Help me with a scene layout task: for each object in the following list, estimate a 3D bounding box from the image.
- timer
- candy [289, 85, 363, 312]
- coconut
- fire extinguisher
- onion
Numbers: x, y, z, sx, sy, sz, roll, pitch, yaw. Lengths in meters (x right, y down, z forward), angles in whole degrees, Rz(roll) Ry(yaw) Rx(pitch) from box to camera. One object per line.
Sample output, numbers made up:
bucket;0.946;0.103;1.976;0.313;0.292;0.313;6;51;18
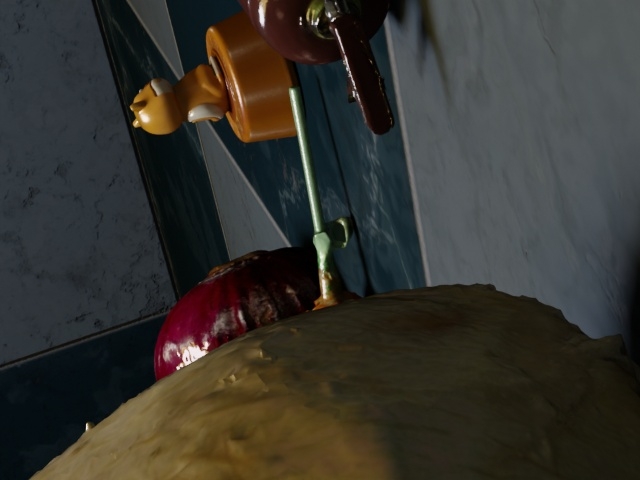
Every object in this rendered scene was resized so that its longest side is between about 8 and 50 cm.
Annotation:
timer;-0.109;-0.142;1.304;0.132;0.152;0.132;162;90;-79
candy;0.000;-0.001;1.237;0.084;0.078;0.288;17;123;56
coconut;0.056;0.201;0.614;0.404;0.404;0.405;161;90;-79
fire extinguisher;-0.029;-0.201;0.967;0.141;0.105;0.341;61;179;-43
onion;-0.072;0.124;1.424;0.207;0.206;0.216;145;106;-79
